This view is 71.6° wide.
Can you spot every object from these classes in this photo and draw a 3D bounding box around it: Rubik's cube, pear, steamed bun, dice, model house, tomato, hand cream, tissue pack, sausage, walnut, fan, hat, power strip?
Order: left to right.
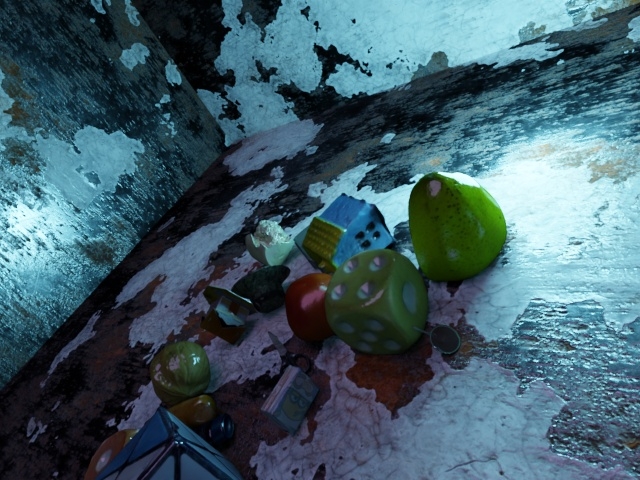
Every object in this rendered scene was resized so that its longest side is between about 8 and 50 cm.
[{"bbox_3d":[-0.592,0.706,1.357,0.173,0.179,0.175,-36,25,12],"label":"dice"},{"bbox_3d":[-0.374,0.633,1.066,0.307,0.310,0.305,-48,17,-23],"label":"Rubik's cube"},{"bbox_3d":[-0.494,0.473,1.577,0.227,0.228,0.228,-25,32,16],"label":"walnut"},{"bbox_3d":[-0.457,0.591,1.467,0.270,0.109,0.109,-27,31,14],"label":"sausage"},{"bbox_3d":[-0.388,0.641,1.387,0.270,0.061,0.120,-36,33,15],"label":"hand cream"},{"bbox_3d":[-0.377,0.290,1.681,0.207,0.219,0.136,-31,33,48],"label":"model house"},{"bbox_3d":[-0.211,0.208,1.727,0.265,0.265,0.129,-31,67,7],"label":"hat"},{"bbox_3d":[-0.230,0.007,1.972,0.225,0.170,0.200,19,84,54],"label":"steamed bun"},{"bbox_3d":[-0.085,0.457,1.276,0.065,0.116,0.155,-3,41,43],"label":"tissue pack"},{"bbox_3d":[-0.011,0.212,1.490,0.259,0.180,0.260,-22,32,15],"label":"tomato"},{"bbox_3d":[0.000,0.001,1.890,0.193,0.059,0.265,-40,31,-1],"label":"power strip"},{"bbox_3d":[0.084,-0.005,1.643,0.303,0.216,0.237,-38,29,-14],"label":"model house"},{"bbox_3d":[0.166,0.180,1.314,0.233,0.227,0.238,-14,37,37],"label":"dice"},{"bbox_3d":[0.314,0.258,1.200,0.133,0.005,0.085,17,53,10],"label":"fan"},{"bbox_3d":[0.412,-0.084,1.367,0.238,0.318,0.343,-6,42,47],"label":"pear"}]

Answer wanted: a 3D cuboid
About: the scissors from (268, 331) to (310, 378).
[{"bbox_3d":[-0.126,0.383,1.515,0.109,0.022,0.300,-37,29,-12],"label":"scissors"}]
